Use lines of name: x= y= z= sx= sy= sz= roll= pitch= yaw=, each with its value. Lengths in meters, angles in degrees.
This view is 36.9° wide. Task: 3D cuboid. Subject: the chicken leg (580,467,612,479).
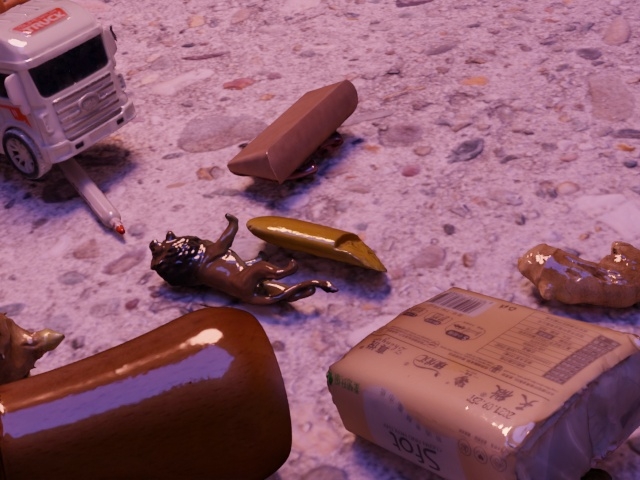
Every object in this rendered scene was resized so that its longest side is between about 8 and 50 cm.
chicken leg: x=0.235 y=0.244 z=0.687 sx=0.125 sy=0.080 sz=0.196 roll=-21 pitch=31 yaw=-35

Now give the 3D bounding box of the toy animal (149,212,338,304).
toy animal: x=-0.077 y=0.026 z=1.015 sx=0.220 sy=0.069 sz=0.086 roll=10 pitch=58 yaw=26

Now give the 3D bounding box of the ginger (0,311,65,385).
ginger: x=-0.338 y=0.113 z=0.868 sx=0.216 sy=0.157 sz=0.102 roll=-11 pitch=63 yaw=0

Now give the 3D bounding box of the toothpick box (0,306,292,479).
toothpick box: x=-0.182 y=0.152 z=0.765 sx=0.294 sy=0.192 sz=0.192 roll=-13 pitch=38 yaw=-18

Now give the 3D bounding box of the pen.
pen: x=-0.286 y=-0.062 z=1.184 sx=0.026 sy=0.026 sz=0.218 roll=-24 pitch=41 yaw=-23

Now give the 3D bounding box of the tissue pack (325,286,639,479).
tissue pack: x=0.142 y=0.124 z=0.801 sx=0.186 sy=0.090 sz=0.222 roll=-31 pitch=30 yaw=-32

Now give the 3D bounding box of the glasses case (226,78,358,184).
glasses case: x=-0.034 y=-0.121 z=1.210 sx=0.102 sy=0.070 sz=0.193 roll=-10 pitch=28 yaw=44

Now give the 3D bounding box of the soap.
soap: x=0.000 y=0.000 z=1.045 sx=0.168 sy=0.033 sz=0.089 roll=14 pitch=11 yaw=17

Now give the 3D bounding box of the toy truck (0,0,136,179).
toy truck: x=-0.433 y=-0.225 z=1.243 sx=0.388 sy=0.207 sz=0.173 roll=13 pitch=39 yaw=33

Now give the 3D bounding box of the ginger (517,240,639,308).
ginger: x=0.344 y=0.031 z=0.956 sx=0.288 sy=0.075 sz=0.089 roll=-3 pitch=32 yaw=10
